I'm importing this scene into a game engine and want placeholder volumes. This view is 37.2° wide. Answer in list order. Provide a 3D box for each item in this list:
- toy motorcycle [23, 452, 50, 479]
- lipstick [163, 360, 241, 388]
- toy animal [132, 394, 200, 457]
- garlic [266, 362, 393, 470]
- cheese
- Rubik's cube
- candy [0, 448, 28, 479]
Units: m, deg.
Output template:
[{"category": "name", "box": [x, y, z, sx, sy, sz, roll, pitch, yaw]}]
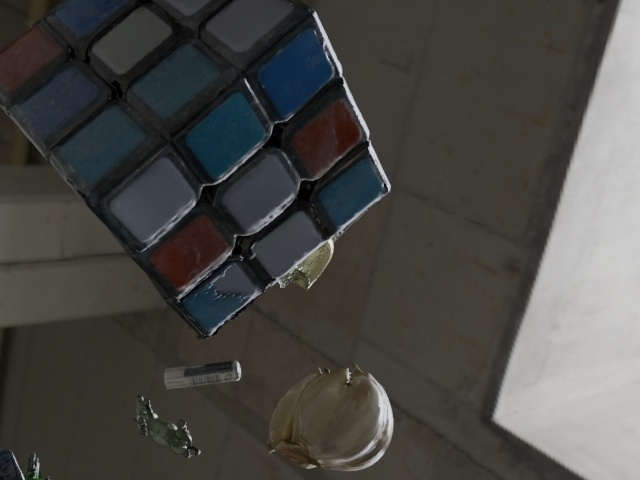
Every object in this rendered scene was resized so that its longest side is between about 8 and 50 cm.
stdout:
[{"category": "toy motorcycle", "box": [-0.679, 0.595, 2.251, 0.106, 0.074, 0.190, -105, -160, -52]}, {"category": "lipstick", "box": [-0.220, 0.250, 1.776, 0.141, 0.040, 0.040, -7, -94, 5]}, {"category": "toy animal", "box": [-0.361, 0.431, 2.174, 0.217, 0.073, 0.176, 32, -18, 14]}, {"category": "garlic", "box": [0.035, 0.326, 1.750, 0.203, 0.185, 0.281, -68, -168, -23]}, {"category": "cheese", "box": [0.001, 0.000, 1.702, 0.050, 0.235, 0.127, 33, -19, 35]}, {"category": "Rubik's cube", "box": [-0.167, -0.150, 1.261, 0.363, 0.359, 0.362, -40, -130, -4]}, {"category": "candy", "box": [-0.663, 0.489, 1.985, 0.038, 0.088, 0.136, -102, 177, -52]}]
